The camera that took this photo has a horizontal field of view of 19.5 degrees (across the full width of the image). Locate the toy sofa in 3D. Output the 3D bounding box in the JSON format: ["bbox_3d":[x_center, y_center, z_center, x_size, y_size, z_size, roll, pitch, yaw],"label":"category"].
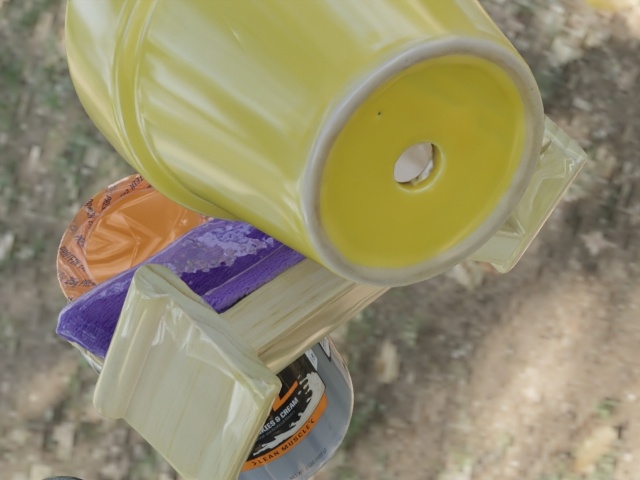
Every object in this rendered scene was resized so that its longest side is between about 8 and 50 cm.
[{"bbox_3d":[0.000,0.000,1.294,0.177,0.362,0.150,45,142,14],"label":"toy sofa"}]

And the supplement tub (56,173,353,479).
[{"bbox_3d":[-0.103,0.086,1.674,0.194,0.316,0.193,-11,53,16],"label":"supplement tub"}]

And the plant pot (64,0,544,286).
[{"bbox_3d":[0.004,-0.098,1.141,0.254,0.254,0.239,-60,42,15],"label":"plant pot"}]

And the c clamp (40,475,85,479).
[{"bbox_3d":[-0.153,0.217,1.146,0.137,0.161,0.022,-60,4,7],"label":"c clamp"}]
